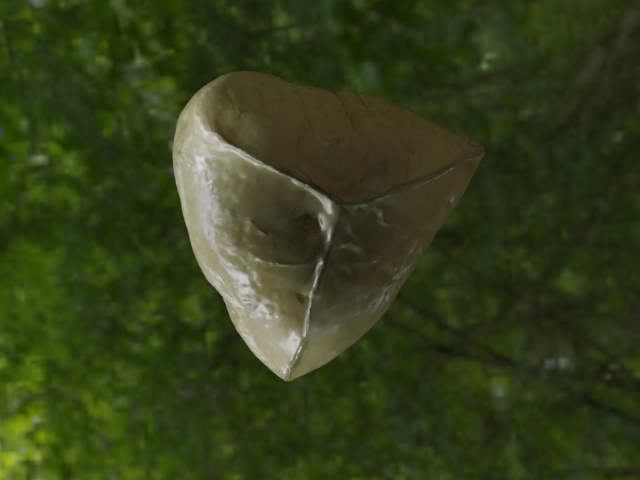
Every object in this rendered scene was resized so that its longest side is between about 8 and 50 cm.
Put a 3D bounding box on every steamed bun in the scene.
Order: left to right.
[{"bbox_3d":[-0.016,-0.025,1.150,0.212,0.231,0.110,34,180,-14],"label":"steamed bun"}]
